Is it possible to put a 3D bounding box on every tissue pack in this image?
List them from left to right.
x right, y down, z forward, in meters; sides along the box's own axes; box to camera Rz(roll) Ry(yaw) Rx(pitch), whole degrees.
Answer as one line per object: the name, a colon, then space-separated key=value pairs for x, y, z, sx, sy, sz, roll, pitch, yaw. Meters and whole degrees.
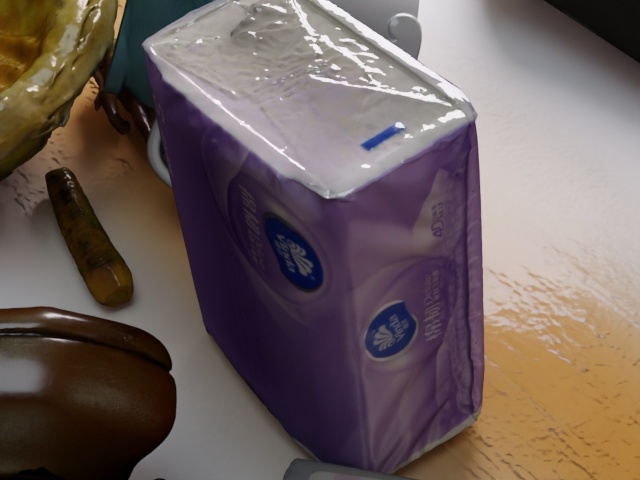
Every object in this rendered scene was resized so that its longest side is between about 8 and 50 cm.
tissue pack: x=0.000 y=0.000 z=1.263 sx=0.160 sy=0.338 sz=0.242 roll=-31 pitch=49 yaw=-22

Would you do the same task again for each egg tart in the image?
egg tart: x=-0.367 y=-0.165 z=1.520 sx=0.387 sy=0.169 sz=0.388 roll=-7 pitch=52 yaw=9

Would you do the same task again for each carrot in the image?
carrot: x=-0.212 y=-0.007 z=1.477 sx=0.042 sy=0.042 sz=0.171 roll=-20 pitch=50 yaw=-13

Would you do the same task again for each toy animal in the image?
toy animal: x=-0.116 y=-0.194 z=1.611 sx=0.224 sy=0.066 sz=0.230 roll=-6 pitch=54 yaw=-6

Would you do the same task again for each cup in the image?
cup: x=-0.055 y=-0.166 z=1.472 sx=0.257 sy=0.219 sz=0.290 roll=14 pitch=93 yaw=-9

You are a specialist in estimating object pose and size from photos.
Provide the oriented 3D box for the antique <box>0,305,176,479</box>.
antique: x=-0.240 y=0.144 z=1.230 sx=0.278 sy=0.223 sz=0.129 roll=-17 pitch=59 yaw=25

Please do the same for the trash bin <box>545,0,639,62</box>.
trash bin: x=0.279 y=-0.309 z=1.587 sx=0.214 sy=0.214 sz=0.334 roll=-36 pitch=60 yaw=-24

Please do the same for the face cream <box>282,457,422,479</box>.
face cream: x=0.098 y=0.235 z=1.230 sx=0.269 sy=0.073 sz=0.107 roll=12 pitch=65 yaw=13

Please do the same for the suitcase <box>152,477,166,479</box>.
suitcase: x=-0.230 y=0.357 z=1.021 sx=0.283 sy=0.194 sz=0.434 roll=-9 pitch=34 yaw=14
